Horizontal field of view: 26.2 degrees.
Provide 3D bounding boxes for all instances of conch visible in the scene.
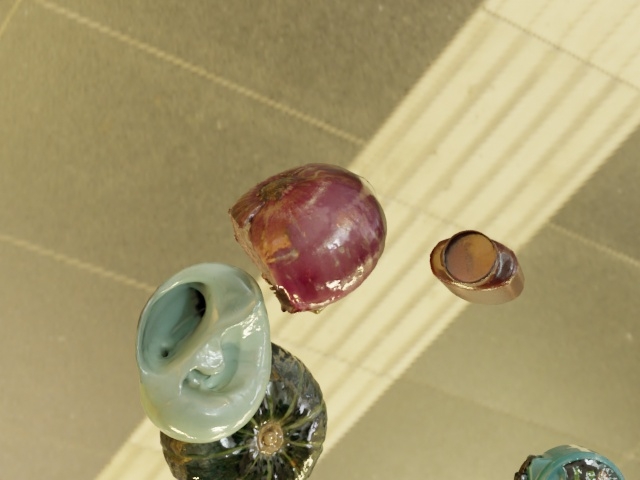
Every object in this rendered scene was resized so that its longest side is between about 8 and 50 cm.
[{"bbox_3d":[-0.147,0.134,1.674,0.185,0.121,0.221,15,87,-39],"label":"conch"}]

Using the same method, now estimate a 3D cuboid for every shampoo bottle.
[{"bbox_3d":[0.181,0.032,1.584,0.102,0.064,0.260,8,174,11],"label":"shampoo bottle"}]

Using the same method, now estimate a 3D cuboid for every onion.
[{"bbox_3d":[-0.007,-0.012,1.696,0.201,0.200,0.207,-10,176,-1],"label":"onion"}]

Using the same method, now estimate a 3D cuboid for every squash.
[{"bbox_3d":[-0.109,0.266,1.967,0.252,0.165,0.252,-6,100,-35],"label":"squash"}]

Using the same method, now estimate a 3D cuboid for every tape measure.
[{"bbox_3d":[0.300,0.310,1.643,0.146,0.081,0.125,1,92,-12],"label":"tape measure"}]
